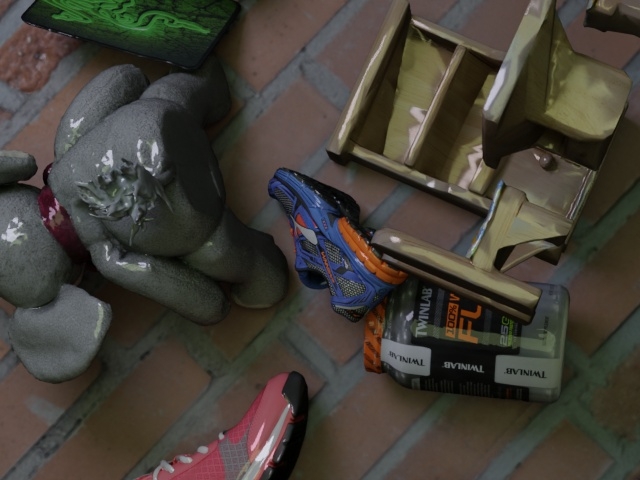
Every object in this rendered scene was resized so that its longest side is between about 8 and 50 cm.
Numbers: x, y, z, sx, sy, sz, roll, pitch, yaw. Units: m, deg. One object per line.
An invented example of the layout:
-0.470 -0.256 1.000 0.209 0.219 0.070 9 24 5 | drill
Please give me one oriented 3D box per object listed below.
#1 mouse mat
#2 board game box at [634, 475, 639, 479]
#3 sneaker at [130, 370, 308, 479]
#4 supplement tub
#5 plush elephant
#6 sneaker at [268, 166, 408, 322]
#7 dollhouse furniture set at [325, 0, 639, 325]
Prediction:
-0.188 -0.230 1.756 0.189 0.153 0.007 16 127 8 | mouse mat
0.337 0.293 1.675 0.170 0.048 0.141 -36 82 0 | board game box
-0.126 0.248 1.689 0.136 0.116 0.314 31 86 10 | sneaker
0.141 0.091 1.681 0.190 0.117 0.117 5 83 8 | supplement tub
-0.220 -0.018 1.670 0.255 0.330 0.272 -21 88 21 | plush elephant
0.000 0.000 1.684 0.087 0.083 0.221 -56 37 12 | sneaker
0.143 -0.135 1.572 0.256 0.394 0.362 23 85 8 | dollhouse furniture set
